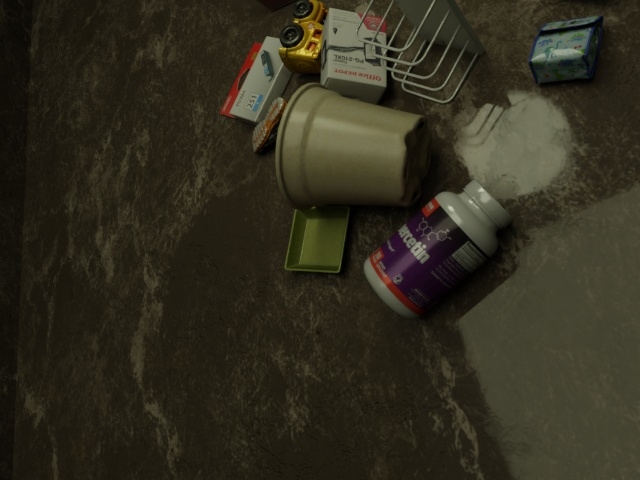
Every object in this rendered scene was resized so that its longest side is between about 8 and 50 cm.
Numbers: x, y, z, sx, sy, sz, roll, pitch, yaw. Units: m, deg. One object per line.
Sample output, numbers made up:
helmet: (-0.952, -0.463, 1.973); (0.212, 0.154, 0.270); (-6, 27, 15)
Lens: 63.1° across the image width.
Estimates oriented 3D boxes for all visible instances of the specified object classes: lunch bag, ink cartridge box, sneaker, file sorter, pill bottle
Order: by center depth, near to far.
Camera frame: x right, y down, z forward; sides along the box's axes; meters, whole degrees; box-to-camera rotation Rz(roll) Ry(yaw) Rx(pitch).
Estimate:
pill bottle: (0.264, 0.017, 1.176); (0.323, 0.181, 0.181); (-44, 55, 15)
lunch bag: (0.562, -0.447, 1.190); (0.129, 0.096, 0.151); (8, 65, 39)
file sorter: (0.246, -0.495, 1.307); (0.193, 0.278, 0.173); (33, 96, 38)
ink cartridge box: (0.094, -0.517, 1.477); (0.100, 0.172, 0.237); (126, 148, -68)
sneaker: (-0.148, -0.353, 1.661); (0.215, 0.083, 0.084); (-45, 47, 36)
ink cartridge box: (-0.226, -0.552, 1.789); (0.261, 0.066, 0.296); (25, 89, 37)

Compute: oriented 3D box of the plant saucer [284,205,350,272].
plant saucer: (0.000, 0.000, 1.453); (0.189, 0.045, 0.188); (1, 75, 35)

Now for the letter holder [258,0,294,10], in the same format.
letter holder: (-0.180, -0.947, 1.743); (0.215, 0.302, 0.151); (-13, 67, 32)

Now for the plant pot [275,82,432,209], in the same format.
plant pot: (0.104, -0.215, 1.314); (0.306, 0.334, 0.333); (13, 81, 25)

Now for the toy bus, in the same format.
toy bus: (0.005, -0.626, 1.615); (0.212, 0.149, 0.220); (19, 83, 25)
